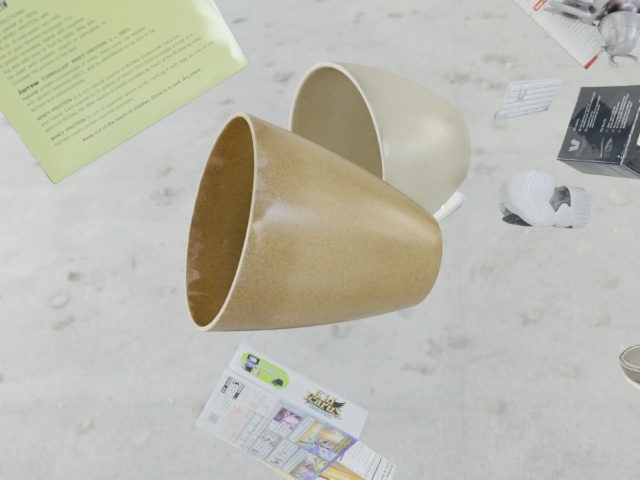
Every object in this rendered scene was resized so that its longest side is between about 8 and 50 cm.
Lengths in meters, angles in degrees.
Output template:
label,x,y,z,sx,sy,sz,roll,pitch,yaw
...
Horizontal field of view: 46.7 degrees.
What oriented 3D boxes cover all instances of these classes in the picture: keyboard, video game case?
label,x,y,z,sx,sy,sz,roll,pitch,yaw
keyboard,0.386,-0.263,1.362,0.014,0.072,0.256,39,33,22
video game case,-0.077,0.313,1.302,0.244,0.270,0.061,30,51,-1

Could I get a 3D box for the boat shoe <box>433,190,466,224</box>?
label,x,y,z,sx,sy,sz,roll,pitch,yaw
boat shoe,0.296,-0.068,1.902,0.063,0.184,0.066,8,46,-47

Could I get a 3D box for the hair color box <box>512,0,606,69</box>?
label,x,y,z,sx,sy,sz,roll,pitch,yaw
hair color box,0.297,-0.300,0.904,0.167,0.093,0.053,48,22,10

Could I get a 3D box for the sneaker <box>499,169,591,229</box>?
label,x,y,z,sx,sy,sz,roll,pitch,yaw
sneaker,0.393,-0.073,1.430,0.268,0.102,0.153,9,-3,-41

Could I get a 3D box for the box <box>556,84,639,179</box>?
label,x,y,z,sx,sy,sz,roll,pitch,yaw
box,0.563,-0.209,1.425,0.093,0.156,0.158,20,-1,-32

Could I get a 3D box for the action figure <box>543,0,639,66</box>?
label,x,y,z,sx,sy,sz,roll,pitch,yaw
action figure,0.308,-0.305,0.800,0.185,0.099,0.285,11,65,-21

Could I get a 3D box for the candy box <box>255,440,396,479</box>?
label,x,y,z,sx,sy,sz,roll,pitch,yaw
candy box,-0.007,0.495,1.694,0.316,0.183,0.088,33,45,2

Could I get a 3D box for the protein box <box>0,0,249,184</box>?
label,x,y,z,sx,sy,sz,roll,pitch,yaw
protein box,-0.208,-0.195,0.653,0.199,0.201,0.136,-34,23,-9

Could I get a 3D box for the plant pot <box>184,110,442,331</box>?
label,x,y,z,sx,sy,sz,roll,pitch,yaw
plant pot,0.000,0.000,0.843,0.254,0.237,0.237,11,28,-24

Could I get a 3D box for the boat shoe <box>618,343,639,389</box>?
label,x,y,z,sx,sy,sz,roll,pitch,yaw
boat shoe,0.644,0.211,1.309,0.116,0.097,0.324,-43,10,-15

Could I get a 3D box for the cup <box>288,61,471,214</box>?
label,x,y,z,sx,sy,sz,roll,pitch,yaw
cup,0.119,-0.149,1.296,0.236,0.331,0.331,-11,32,-27
